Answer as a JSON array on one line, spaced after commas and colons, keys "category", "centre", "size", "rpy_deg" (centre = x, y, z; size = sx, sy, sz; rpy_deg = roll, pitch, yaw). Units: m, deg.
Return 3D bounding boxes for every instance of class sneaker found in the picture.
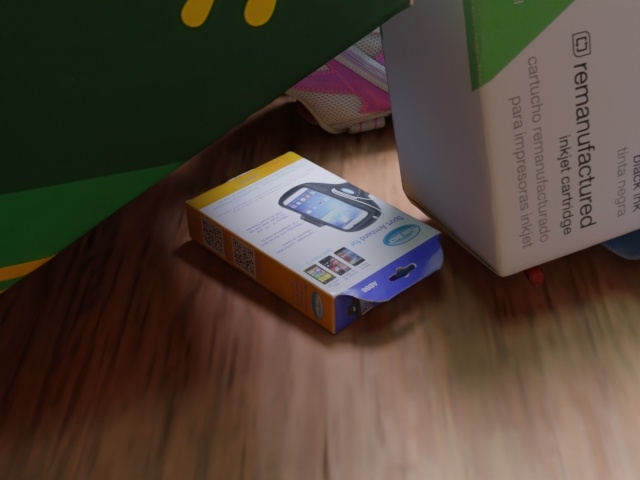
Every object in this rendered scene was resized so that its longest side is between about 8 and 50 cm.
[{"category": "sneaker", "centre": [0.033, -0.128, 0.638], "size": [0.252, 0.111, 0.103], "rpy_deg": [9, 38, -26]}]

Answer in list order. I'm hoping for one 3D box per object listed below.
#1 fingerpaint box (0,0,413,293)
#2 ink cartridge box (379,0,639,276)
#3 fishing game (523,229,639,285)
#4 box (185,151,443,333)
[{"category": "fingerpaint box", "centre": [-0.215, -0.145, 0.494], "size": [0.371, 0.163, 0.445], "rpy_deg": [-35, 38, 3]}, {"category": "ink cartridge box", "centre": [0.181, -0.135, 0.487], "size": [0.289, 0.211, 0.121], "rpy_deg": [-18, 28, -13]}, {"category": "fishing game", "centre": [0.221, -0.025, 0.537], "size": [0.264, 0.041, 0.189], "rpy_deg": [-10, 28, -2]}, {"category": "box", "centre": [0.000, 0.000, 0.518], "size": [0.081, 0.028, 0.136], "rpy_deg": [-29, 46, -33]}]
